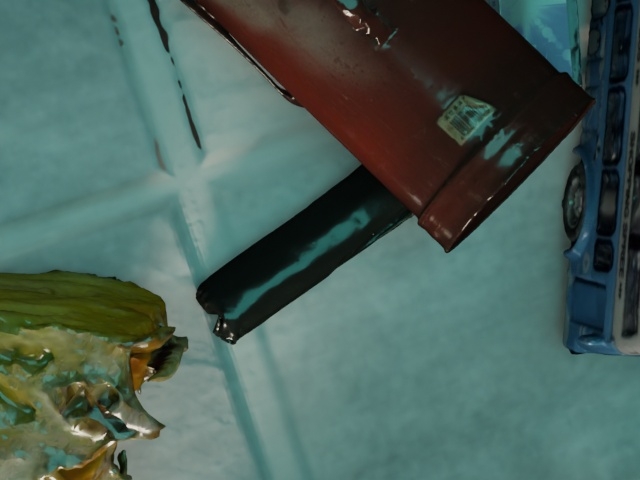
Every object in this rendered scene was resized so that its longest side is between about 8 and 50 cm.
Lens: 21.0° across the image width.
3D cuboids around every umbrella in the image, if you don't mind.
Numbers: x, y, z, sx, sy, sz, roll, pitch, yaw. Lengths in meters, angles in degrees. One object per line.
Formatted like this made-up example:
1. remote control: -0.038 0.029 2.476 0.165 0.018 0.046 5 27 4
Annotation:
1. umbrella: -0.001 -0.001 0.813 0.133 0.031 0.036 -35 98 -6

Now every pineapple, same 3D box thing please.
1. pineapple: -0.176 0.078 0.750 0.236 0.114 0.186 -33 98 -3

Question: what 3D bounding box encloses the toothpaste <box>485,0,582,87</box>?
1. toothpaste: 0.090 -0.163 0.814 0.047 0.040 0.196 -5 94 -11

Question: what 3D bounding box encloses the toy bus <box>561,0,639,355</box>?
1. toy bus: 0.180 -0.089 0.786 0.106 0.131 0.297 4 92 -9

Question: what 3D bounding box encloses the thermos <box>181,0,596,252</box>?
1. thermos: 0.006 -0.108 0.759 0.232 0.124 0.099 45 95 5
